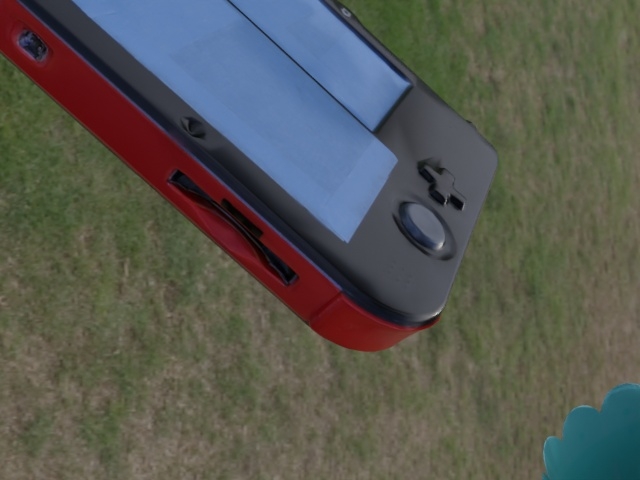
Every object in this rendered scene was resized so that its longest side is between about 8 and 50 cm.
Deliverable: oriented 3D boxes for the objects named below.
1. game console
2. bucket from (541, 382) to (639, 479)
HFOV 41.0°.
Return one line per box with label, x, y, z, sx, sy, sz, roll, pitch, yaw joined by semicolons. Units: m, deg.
game console;-0.034;-0.125;0.636;0.386;0.060;0.342;42;37;-5
bucket;0.356;0.261;0.781;0.281;0.281;0.183;-40;117;-51
